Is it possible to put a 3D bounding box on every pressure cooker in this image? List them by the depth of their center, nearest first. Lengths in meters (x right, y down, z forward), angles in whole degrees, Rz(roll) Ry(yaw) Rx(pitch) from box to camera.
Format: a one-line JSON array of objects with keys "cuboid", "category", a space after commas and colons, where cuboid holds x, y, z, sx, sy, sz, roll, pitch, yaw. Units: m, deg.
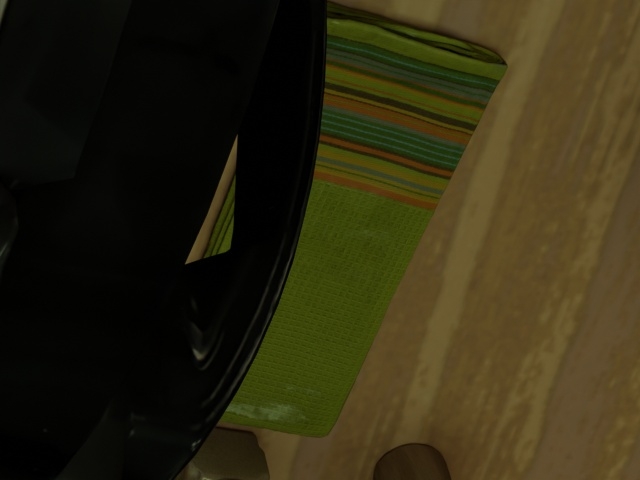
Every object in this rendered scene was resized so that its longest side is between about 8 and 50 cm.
[{"cuboid": [-0.185, -0.101, 0.434, 0.420, 0.375, 0.370, 12, 106, -27], "category": "pressure cooker"}]

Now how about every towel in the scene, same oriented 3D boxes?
[{"cuboid": [0.000, 0.000, 0.840, 0.102, 0.021, 0.237, 13, 121, -18], "category": "towel"}]

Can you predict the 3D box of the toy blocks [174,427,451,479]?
[{"cuboid": [-0.080, 0.268, 0.862, 0.308, 0.260, 0.289, 10, 122, -17], "category": "toy blocks"}]
